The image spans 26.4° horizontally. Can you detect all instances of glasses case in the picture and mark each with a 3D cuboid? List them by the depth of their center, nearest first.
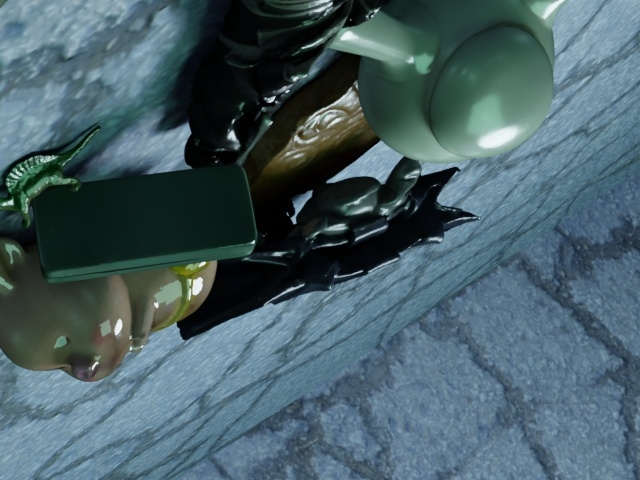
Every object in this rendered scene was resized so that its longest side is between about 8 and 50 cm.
[{"bbox_3d":[-0.151,-0.015,1.170,0.184,0.077,0.039,-8,163,-10],"label":"glasses case"}]

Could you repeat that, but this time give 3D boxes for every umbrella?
[{"bbox_3d":[-0.038,-0.144,1.100,0.113,0.106,0.357,-34,168,-30],"label":"umbrella"}]

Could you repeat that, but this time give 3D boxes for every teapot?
[{"bbox_3d":[0.097,-0.160,1.289,0.318,0.149,0.219,-11,124,-28],"label":"teapot"}]

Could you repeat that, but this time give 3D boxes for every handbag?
[{"bbox_3d":[0.000,0.000,1.543,0.326,0.118,0.269,-23,-178,-35],"label":"handbag"}]

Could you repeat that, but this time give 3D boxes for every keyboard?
[{"bbox_3d":[-0.127,0.017,1.647,0.231,0.023,0.072,-36,166,-5],"label":"keyboard"}]

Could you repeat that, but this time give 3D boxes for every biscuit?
[{"bbox_3d":[0.029,-0.131,1.483,0.257,0.049,0.273,-20,158,-53],"label":"biscuit"}]

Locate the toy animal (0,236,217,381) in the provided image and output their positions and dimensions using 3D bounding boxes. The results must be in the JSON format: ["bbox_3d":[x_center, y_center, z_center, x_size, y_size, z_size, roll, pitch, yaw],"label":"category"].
[{"bbox_3d":[-0.189,0.036,1.267,0.248,0.149,0.165,-22,146,-28],"label":"toy animal"}]

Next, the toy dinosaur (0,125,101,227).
[{"bbox_3d":[-0.225,-0.054,1.104,0.120,0.029,0.060,-39,153,-1],"label":"toy dinosaur"}]

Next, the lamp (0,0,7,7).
[{"bbox_3d":[-0.246,-0.096,0.637,0.215,0.121,0.121,-43,174,-37],"label":"lamp"}]
